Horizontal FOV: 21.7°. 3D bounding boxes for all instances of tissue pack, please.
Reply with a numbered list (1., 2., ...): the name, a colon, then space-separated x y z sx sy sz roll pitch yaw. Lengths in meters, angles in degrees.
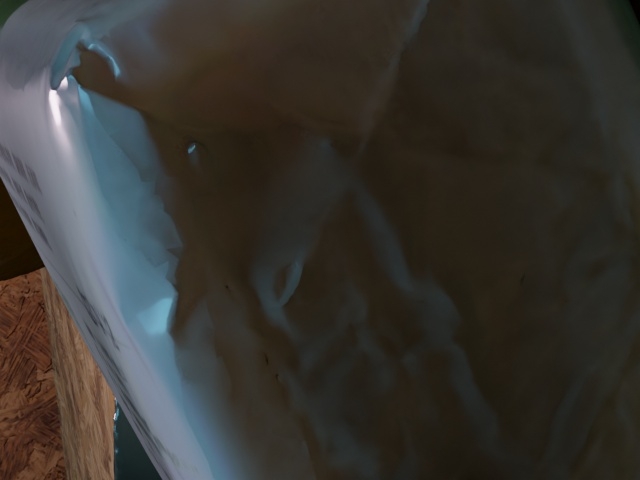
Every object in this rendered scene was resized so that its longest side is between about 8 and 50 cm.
1. tissue pack: 0.001 -0.001 0.638 0.266 0.194 0.356 65 169 -16

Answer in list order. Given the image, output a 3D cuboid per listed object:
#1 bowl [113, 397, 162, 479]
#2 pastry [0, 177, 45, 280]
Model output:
1. bowl: -0.018 0.080 0.920 0.211 0.112 0.211 15 -90 -70
2. pastry: -0.142 -0.119 0.929 0.164 0.356 0.356 42 161 1
